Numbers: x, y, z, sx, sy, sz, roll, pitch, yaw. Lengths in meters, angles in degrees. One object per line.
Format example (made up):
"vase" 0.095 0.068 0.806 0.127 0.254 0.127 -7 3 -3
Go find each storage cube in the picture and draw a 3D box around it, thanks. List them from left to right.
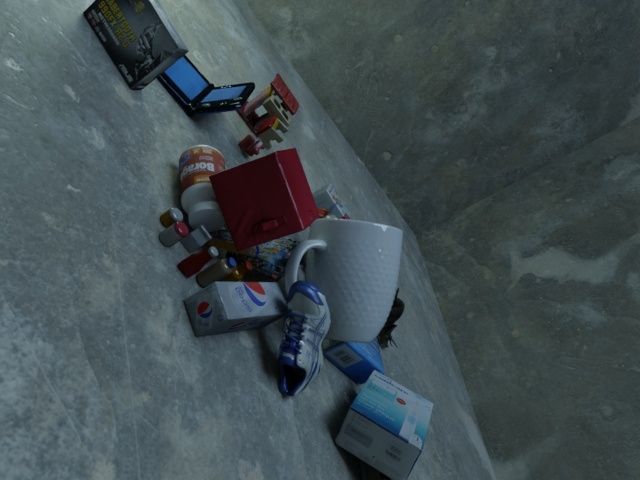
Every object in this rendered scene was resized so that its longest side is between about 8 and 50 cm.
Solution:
"storage cube" -0.131 -0.107 1.142 0.215 0.183 0.193 -47 118 -72

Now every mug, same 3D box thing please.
"mug" 0.052 0.113 1.308 0.373 0.276 0.329 11 84 -42

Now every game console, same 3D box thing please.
"game console" -0.371 -0.534 1.506 0.293 0.249 0.174 -85 168 -58

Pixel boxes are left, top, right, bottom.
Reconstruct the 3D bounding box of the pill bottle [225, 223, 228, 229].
"pill bottle" -0.188 -0.085 1.313 0.094 0.169 0.094 50 22 -29

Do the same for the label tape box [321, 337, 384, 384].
"label tape box" 0.097 0.290 1.595 0.241 0.105 0.334 46 24 -33

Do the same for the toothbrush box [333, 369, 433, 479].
"toothbrush box" 0.194 0.528 1.338 0.216 0.126 0.295 27 12 17

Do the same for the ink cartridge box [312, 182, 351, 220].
"ink cartridge box" 0.032 -0.137 2.001 0.176 0.127 0.128 55 20 -14

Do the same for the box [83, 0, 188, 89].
"box" -0.484 -0.547 1.204 0.231 0.182 0.056 59 19 -6

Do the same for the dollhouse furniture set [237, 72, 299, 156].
"dollhouse furniture set" -0.226 -0.464 1.732 0.152 0.201 0.374 52 27 -25

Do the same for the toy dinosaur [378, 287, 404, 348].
"toy dinosaur" 0.277 0.295 1.893 0.160 0.314 0.121 9 29 -17

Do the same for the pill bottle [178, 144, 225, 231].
"pill bottle" -0.298 -0.133 1.178 0.121 0.121 0.216 37 29 -49

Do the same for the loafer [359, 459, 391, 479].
"loafer" 0.166 0.686 1.239 0.094 0.087 0.251 45 25 -38

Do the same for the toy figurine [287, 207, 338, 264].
"toy figurine" 0.000 0.000 1.575 0.148 0.210 0.213 27 -1 29

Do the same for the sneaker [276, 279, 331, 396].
"sneaker" -0.047 0.248 1.131 0.131 0.111 0.297 -36 129 -59

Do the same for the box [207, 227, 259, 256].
"box" -0.222 0.002 1.196 0.136 0.028 0.081 14 22 -17

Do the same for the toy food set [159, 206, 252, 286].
"toy food set" -0.270 0.016 1.064 0.232 0.104 0.111 56 20 -13

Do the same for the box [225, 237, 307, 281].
"box" -0.146 0.035 1.313 0.159 0.044 0.233 25 17 10

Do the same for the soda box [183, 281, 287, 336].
"soda box" -0.184 0.158 1.093 0.286 0.098 0.091 12 51 -64
